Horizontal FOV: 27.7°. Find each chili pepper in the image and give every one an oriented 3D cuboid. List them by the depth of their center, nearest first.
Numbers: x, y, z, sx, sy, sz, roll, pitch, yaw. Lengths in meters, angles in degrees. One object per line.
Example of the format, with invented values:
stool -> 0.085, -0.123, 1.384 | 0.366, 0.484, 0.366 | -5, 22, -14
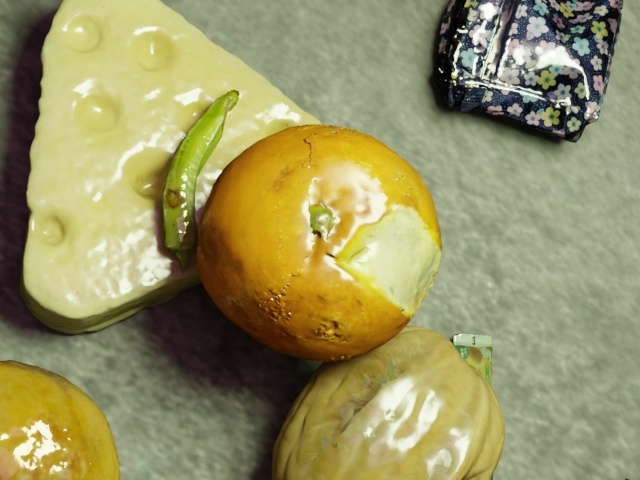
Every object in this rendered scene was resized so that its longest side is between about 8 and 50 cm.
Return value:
chili pepper -> -0.132, -0.075, 1.350 | 0.049, 0.043, 0.208 | 13, 72, 1

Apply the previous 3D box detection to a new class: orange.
orange -> 0.000, 0.000, 1.279 | 0.240, 0.240, 0.240 | 4, 74, -14

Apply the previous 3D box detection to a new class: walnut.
walnut -> 0.068, 0.216, 1.346 | 0.225, 0.225, 0.261 | 37, 74, -3

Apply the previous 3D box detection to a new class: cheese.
cheese -> -0.192, -0.114, 1.421 | 0.384, 0.104, 0.383 | 4, 76, -15

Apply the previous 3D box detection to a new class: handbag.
handbag -> 0.247, -0.234, 1.562 | 0.208, 0.127, 0.228 | 19, 71, -3

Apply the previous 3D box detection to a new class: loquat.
loquat -> -0.303, 0.228, 1.250 | 0.238, 0.193, 0.238 | 2, 78, -8

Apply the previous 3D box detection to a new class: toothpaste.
toothpaste -> 0.176, 0.205, 1.472 | 0.049, 0.031, 0.204 | 5, 71, -14

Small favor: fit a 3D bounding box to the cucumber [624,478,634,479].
cucumber -> 0.351, 0.340, 1.481 | 0.034, 0.033, 0.134 | 7, 69, 27
